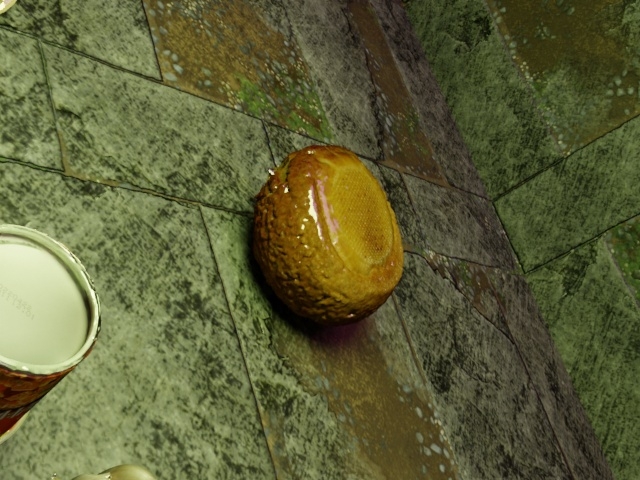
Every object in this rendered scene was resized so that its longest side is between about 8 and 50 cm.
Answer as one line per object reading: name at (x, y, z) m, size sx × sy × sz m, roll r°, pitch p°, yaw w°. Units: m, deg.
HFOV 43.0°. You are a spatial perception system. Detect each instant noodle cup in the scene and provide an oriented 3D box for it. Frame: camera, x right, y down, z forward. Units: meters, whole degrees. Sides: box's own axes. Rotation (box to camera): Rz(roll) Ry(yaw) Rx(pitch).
instant noodle cup at (-0.337, 0.090, 0.817) m, size 0.213 × 0.174 × 0.213 m, roll 35°, pitch 37°, yaw -32°

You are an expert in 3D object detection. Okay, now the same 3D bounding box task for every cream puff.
cream puff at (0.000, 0.000, 1.360) m, size 0.303 × 0.212 × 0.303 m, roll 34°, pitch 45°, yaw -42°

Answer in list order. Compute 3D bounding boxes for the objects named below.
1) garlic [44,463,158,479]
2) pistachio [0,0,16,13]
garlic at (-0.195, 0.283, 0.838) m, size 0.127 × 0.194 × 0.131 m, roll 50°, pitch 24°, yaw -30°
pistachio at (-0.483, -0.452, 1.071) m, size 0.238 × 0.229 × 0.321 m, roll -3°, pitch 77°, yaw -32°
